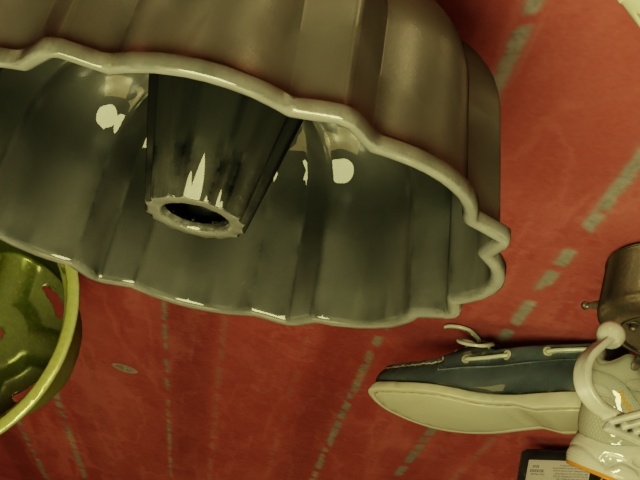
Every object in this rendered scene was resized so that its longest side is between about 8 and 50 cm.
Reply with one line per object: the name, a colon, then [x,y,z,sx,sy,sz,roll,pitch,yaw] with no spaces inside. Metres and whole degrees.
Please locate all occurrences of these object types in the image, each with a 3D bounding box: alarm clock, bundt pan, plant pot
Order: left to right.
plant pot: [-0.340,0.075,1.226,0.276,0.276,0.254,15,169,4]
bundt pan: [-0.052,-0.066,0.693,0.331,0.124,0.331,12,160,4]
alarm clock: [0.279,0.046,0.954,0.129,0.064,0.192,19,154,-7]

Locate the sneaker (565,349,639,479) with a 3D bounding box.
sneaker: [0.332,0.138,1.089,0.262,0.121,0.099,1,-172,-27]

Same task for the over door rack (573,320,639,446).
over door rack: [0.344,0.121,0.757,0.324,0.108,0.239,35,153,-13]

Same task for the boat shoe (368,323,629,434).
boat shoe: [0.162,0.127,1.197,0.254,0.079,0.095,-6,147,38]

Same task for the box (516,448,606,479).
box: [0.459,0.324,1.431,0.395,0.097,0.318,-6,151,40]

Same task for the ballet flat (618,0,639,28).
ballet flat: [0.195,-0.116,0.618,0.206,0.067,0.073,21,158,-10]
